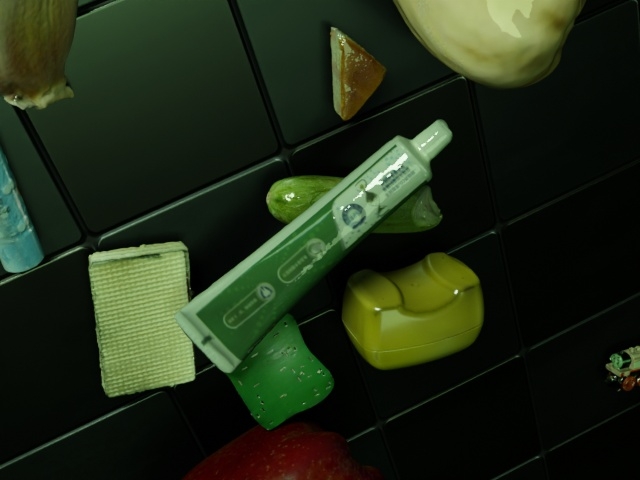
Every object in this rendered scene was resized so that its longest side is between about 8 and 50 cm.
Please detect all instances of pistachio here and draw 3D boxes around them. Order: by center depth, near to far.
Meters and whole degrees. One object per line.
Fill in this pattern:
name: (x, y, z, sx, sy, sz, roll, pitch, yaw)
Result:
pistachio: (0.168, -0.303, 0.963, 0.238, 0.229, 0.321, -6, 126, 33)

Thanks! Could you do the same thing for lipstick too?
lipstick: (-0.341, -0.042, 1.003, 0.048, 0.048, 0.158, -19, 125, -12)

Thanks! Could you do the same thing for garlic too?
garlic: (-0.284, -0.255, 0.873, 0.128, 0.148, 0.267, 27, 115, 4)

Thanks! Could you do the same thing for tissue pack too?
tissue pack: (0.122, 0.100, 1.251, 0.178, 0.123, 0.127, -13, 120, -17)

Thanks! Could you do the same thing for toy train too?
toy train: (0.580, 0.190, 1.560, 0.249, 0.053, 0.085, -11, 115, -18)

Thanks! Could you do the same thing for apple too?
apple: (-0.064, 0.397, 1.257, 0.317, 0.288, 0.288, -46, 129, -14)

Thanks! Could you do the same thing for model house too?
model house: (-0.069, 0.147, 1.217, 0.117, 0.088, 0.167, -33, 129, -2)

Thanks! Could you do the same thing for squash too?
squash: (0.047, -0.043, 1.163, 0.238, 0.069, 0.069, 2, 119, -24)

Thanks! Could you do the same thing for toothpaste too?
toothpaste: (0.000, 0.000, 1.091, 0.392, 0.061, 0.099, -41, 98, 10)

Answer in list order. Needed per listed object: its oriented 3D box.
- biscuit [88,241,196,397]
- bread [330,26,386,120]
biscuit: (-0.215, 0.096, 1.151, 0.121, 0.040, 0.199, -8, 121, -17)
bread: (0.044, -0.195, 1.082, 0.062, 0.043, 0.109, -14, 123, -13)
